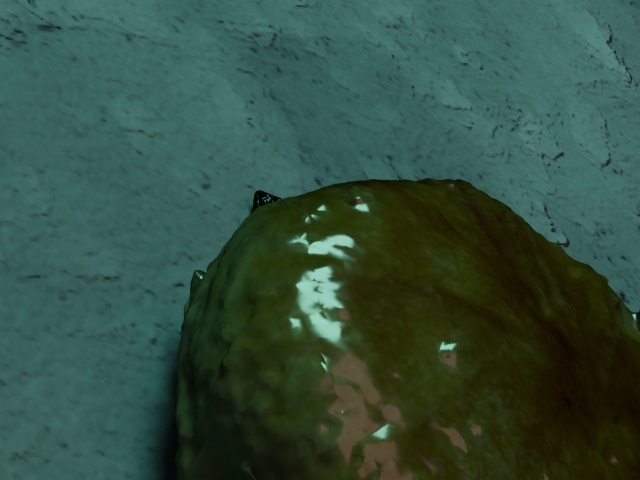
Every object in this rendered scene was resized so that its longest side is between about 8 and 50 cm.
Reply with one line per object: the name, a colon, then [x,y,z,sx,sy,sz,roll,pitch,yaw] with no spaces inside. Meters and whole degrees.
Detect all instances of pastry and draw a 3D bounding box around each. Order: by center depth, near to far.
pastry: [0.073,0.110,0.744,0.330,0.136,0.329,29,37,-25]

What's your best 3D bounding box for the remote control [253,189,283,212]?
remote control: [0.000,0.000,0.892,0.096,0.014,0.039,22,40,-28]
